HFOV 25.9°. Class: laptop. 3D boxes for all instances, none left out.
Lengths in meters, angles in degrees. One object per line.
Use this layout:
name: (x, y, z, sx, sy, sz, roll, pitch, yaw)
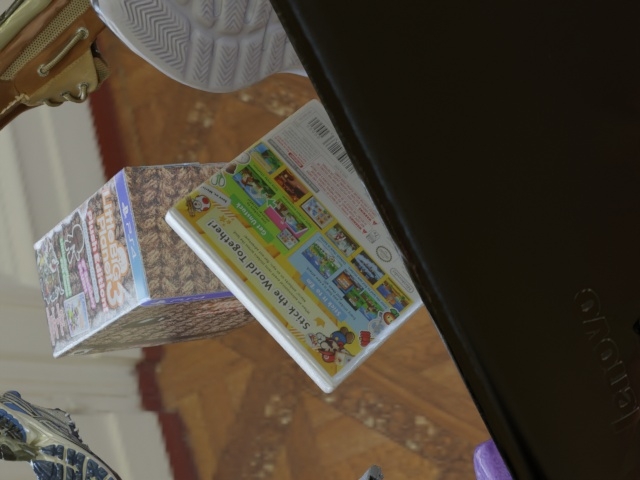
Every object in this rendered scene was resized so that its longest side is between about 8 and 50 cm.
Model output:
laptop: (0.114, -0.177, 0.500, 0.236, 0.382, 0.408, -18, 41, 12)

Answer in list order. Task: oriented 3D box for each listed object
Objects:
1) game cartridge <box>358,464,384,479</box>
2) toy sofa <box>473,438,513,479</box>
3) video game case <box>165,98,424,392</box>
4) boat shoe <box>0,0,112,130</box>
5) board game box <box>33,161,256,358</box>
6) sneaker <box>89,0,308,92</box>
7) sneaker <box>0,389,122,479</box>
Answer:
game cartridge: (0.023, 0.212, 1.050, 0.017, 0.083, 0.056, 30, 118, -4)
toy sofa: (0.117, 0.243, 0.542, 0.150, 0.177, 0.362, -35, 28, -2)
video game case: (0.000, 0.000, 1.331, 0.227, 0.206, 0.026, 47, 150, 5)
boat shoe: (-0.259, -0.185, 1.347, 0.324, 0.120, 0.122, -51, 14, 11)
board game box: (-0.156, 0.022, 1.554, 0.291, 0.232, 0.141, -30, 70, 56)
sneaker: (-0.099, -0.198, 1.150, 0.180, 0.321, 0.125, 23, 102, 37)
sneaker: (-0.208, 0.161, 1.105, 0.135, 0.058, 0.052, 34, 118, 0)
